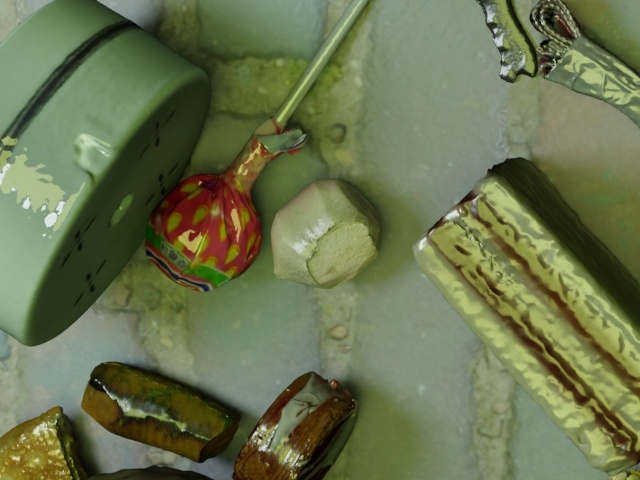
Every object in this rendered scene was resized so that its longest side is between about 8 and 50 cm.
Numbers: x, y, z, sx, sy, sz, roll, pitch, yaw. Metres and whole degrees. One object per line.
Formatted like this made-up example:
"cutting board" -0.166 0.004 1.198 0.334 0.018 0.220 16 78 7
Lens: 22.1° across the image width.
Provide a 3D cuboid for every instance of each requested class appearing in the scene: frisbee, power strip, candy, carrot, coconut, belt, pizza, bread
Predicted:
"frisbee" 0.182 -0.253 1.677 0.211 0.012 0.187 -22 96 16
"power strip" -0.265 -0.066 1.662 0.161 0.357 0.357 32 106 6
"candy" 0.244 0.074 1.640 0.135 0.179 0.321 -43 89 17
"carrot" -0.179 0.192 1.817 0.173 0.082 0.082 24 105 9
"coconut" 0.000 0.000 1.720 0.110 0.110 0.124 45 104 2
"belt" 0.300 -0.155 1.642 0.232 0.053 0.071 37 109 1
"pizza" -0.323 0.326 1.891 0.197 0.058 0.292 25 107 7
"candy" -0.056 -0.108 1.729 0.124 0.124 0.365 36 96 5
"bread" -0.027 0.217 1.745 0.073 0.160 0.160 31 107 15

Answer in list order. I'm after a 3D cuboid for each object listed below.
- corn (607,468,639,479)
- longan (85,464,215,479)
"corn" 0.367 0.326 1.719 0.067 0.067 0.206 -36 91 17
"longan" -0.175 0.458 1.688 0.404 0.404 0.436 -11 121 15
